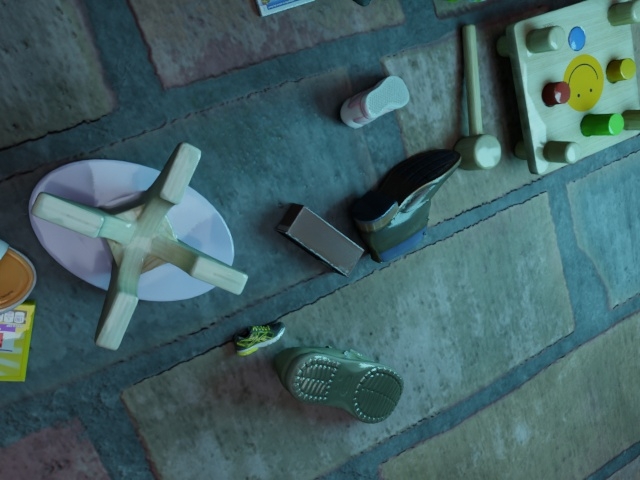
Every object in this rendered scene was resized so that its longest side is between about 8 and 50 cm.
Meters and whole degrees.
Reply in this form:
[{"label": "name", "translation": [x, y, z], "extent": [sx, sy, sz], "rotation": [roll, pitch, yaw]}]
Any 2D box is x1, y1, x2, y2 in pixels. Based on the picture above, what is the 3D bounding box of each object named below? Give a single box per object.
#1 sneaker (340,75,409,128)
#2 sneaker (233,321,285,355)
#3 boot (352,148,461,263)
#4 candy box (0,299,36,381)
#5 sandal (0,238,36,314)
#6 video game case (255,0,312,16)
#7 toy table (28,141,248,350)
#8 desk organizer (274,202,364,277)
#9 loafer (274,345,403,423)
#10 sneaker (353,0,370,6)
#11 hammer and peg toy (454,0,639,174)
[{"label": "sneaker", "translation": [0.078, -0.210, 0.931], "extent": [0.134, 0.070, 0.051], "rotation": [-37, 106, -46]}, {"label": "sneaker", "translation": [-0.093, 0.142, 0.924], "extent": [0.083, 0.031, 0.035], "rotation": [-29, 110, -17]}, {"label": "boot", "translation": [0.144, -0.058, 0.985], "extent": [0.219, 0.082, 0.106], "rotation": [-35, 134, -19]}, {"label": "candy box", "translation": [-0.468, 0.118, 0.751], "extent": [0.205, 0.027, 0.105], "rotation": [8, 98, -25]}, {"label": "sandal", "translation": [-0.458, 0.007, 0.693], "extent": [0.265, 0.076, 0.102], "rotation": [31, 65, -26]}, {"label": "video game case", "translation": [-0.063, -0.384, 0.848], "extent": [0.087, 0.011, 0.122], "rotation": [-25, 109, -19]}, {"label": "toy table", "translation": [-0.221, -0.004, 0.768], "extent": [0.274, 0.161, 0.253], "rotation": [11, 95, -25]}, {"label": "desk organizer", "translation": [0.000, 0.000, 0.931], "extent": [0.130, 0.047, 0.050], "rotation": [36, 82, -26]}, {"label": "loafer", "translation": [0.033, 0.215, 0.966], "extent": [0.268, 0.092, 0.102], "rotation": [31, 88, -42]}, {"label": "sneaker", "translation": [0.000, -0.428, 0.792], "extent": [0.162, 0.106, 0.282], "rotation": [7, 62, -14]}, {"label": "hammer and peg toy", "translation": [0.388, -0.254, 1.014], "extent": [0.361, 0.127, 0.266], "rotation": [-21, 108, -20]}]
